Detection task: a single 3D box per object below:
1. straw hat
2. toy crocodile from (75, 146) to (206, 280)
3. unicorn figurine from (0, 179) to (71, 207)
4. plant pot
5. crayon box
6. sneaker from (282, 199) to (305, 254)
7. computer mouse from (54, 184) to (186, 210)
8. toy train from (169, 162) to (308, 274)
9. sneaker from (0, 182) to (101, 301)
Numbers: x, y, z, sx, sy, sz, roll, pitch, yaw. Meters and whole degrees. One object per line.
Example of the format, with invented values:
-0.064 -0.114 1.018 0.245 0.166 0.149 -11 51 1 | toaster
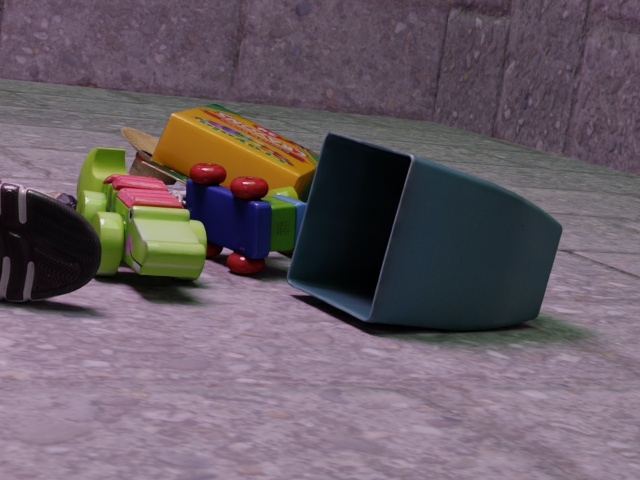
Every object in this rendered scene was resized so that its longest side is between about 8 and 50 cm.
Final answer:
-0.237 -0.099 2.107 0.144 0.061 0.144 30 13 -8 | straw hat
-0.193 -0.025 1.560 0.115 0.105 0.340 5 10 -18 | toy crocodile
-0.338 -0.029 1.649 0.111 0.060 0.162 1 -5 -34 | unicorn figurine
0.122 0.003 1.517 0.234 0.166 0.165 12 6 -32 | plant pot
-0.111 -0.110 2.079 0.202 0.081 0.318 26 12 4 | crayon box
0.000 0.000 1.765 0.071 0.066 0.188 22 5 -34 | sneaker
-0.235 -0.041 1.837 0.193 0.042 0.106 -5 11 -35 | computer mouse
-0.091 -0.039 1.701 0.143 0.105 0.248 -5 15 -35 | toy train
-0.338 -0.013 1.379 0.281 0.106 0.162 7 6 -2 | sneaker
